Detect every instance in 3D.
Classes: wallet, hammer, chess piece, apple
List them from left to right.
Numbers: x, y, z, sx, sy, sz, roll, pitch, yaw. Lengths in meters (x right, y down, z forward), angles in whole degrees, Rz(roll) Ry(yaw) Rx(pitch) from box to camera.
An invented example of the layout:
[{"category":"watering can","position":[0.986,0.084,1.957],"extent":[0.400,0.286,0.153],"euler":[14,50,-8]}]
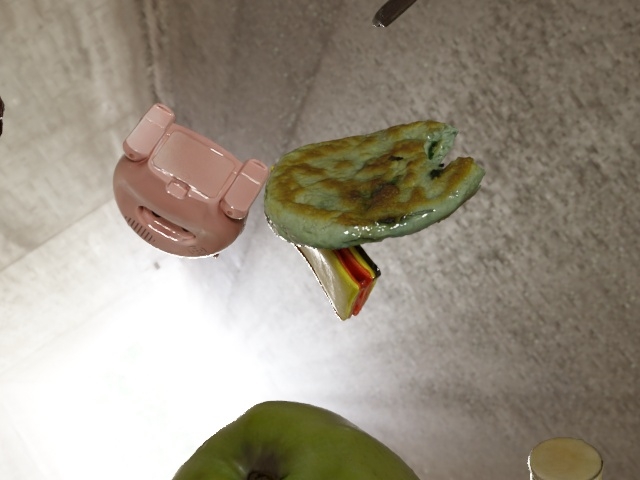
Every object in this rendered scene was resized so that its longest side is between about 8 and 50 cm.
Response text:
[{"category":"apple","position":[-0.031,0.476,1.428],"extent":[0.473,0.474,0.473],"euler":[53,169,14]},{"category":"wallet","position":[0.000,0.000,1.461],"extent":[0.241,0.067,0.141],"euler":[54,156,20]},{"category":"hammer","position":[0.105,-0.232,0.819],"extent":[0.021,0.178,0.065],"euler":[14,-126,-42]},{"category":"chess piece","position":[0.329,0.356,1.274],"extent":[0.094,0.094,0.170],"euler":[39,144,56]}]

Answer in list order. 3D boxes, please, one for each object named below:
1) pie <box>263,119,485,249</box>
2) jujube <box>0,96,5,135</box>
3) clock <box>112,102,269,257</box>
[{"category":"pie","position":[0.064,-0.080,1.292],"extent":[0.302,0.303,0.066],"euler":[42,151,52]},{"category":"jujube","position":[-0.418,-0.124,1.138],"extent":[0.077,0.129,0.077],"euler":[25,-162,-9]},{"category":"clock","position":[-0.228,-0.060,1.523],"extent":[0.227,0.142,0.241],"euler":[31,141,-5]}]
